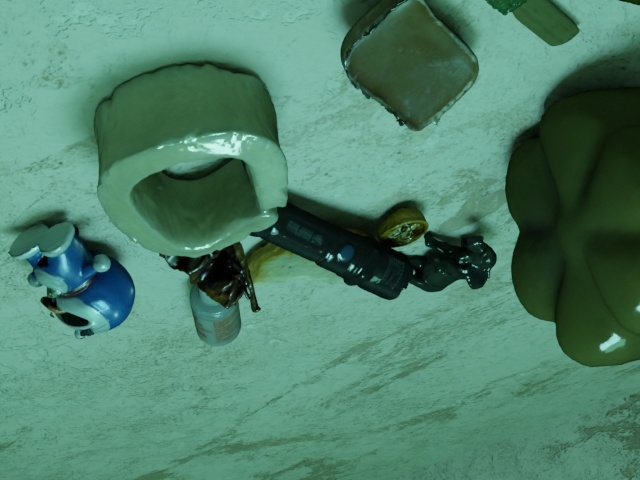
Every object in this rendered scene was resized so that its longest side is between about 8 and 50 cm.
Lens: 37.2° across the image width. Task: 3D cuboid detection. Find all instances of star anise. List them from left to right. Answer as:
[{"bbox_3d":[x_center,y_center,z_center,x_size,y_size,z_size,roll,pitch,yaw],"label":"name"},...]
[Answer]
[{"bbox_3d":[-0.202,0.022,1.717,0.220,0.190,0.126,37,91,-29],"label":"star anise"}]

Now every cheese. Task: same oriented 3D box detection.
[{"bbox_3d":[-0.193,-0.113,1.500,0.292,0.153,0.332,-14,151,5],"label":"cheese"}]

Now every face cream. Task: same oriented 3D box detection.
[{"bbox_3d":[-0.219,0.125,1.958,0.101,0.101,0.252,-8,151,-6],"label":"face cream"}]

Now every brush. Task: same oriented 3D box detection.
[{"bbox_3d":[0.293,-0.345,1.386,0.054,0.048,0.282,-29,148,33],"label":"brush"}]

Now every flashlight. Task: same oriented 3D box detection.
[{"bbox_3d":[0.000,0.000,1.778,0.424,0.103,0.103,26,135,-34],"label":"flashlight"}]

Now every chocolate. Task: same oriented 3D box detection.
[{"bbox_3d":[0.125,-0.274,1.409,0.161,0.083,0.261,-40,144,13],"label":"chocolate"}]

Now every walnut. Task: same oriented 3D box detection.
[{"bbox_3d":[0.159,-0.031,1.871,0.091,0.052,0.121,7,150,-33],"label":"walnut"}]

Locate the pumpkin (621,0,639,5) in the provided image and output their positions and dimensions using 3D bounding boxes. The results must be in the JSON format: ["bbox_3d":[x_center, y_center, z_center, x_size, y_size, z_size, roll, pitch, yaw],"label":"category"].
[{"bbox_3d":[0.395,-0.420,1.066,0.192,0.321,0.320,23,174,38],"label":"pumpkin"}]

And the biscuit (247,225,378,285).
[{"bbox_3d":[-0.003,0.032,1.933,0.308,0.040,0.205,0,148,-20],"label":"biscuit"}]

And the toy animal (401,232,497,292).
[{"bbox_3d":[0.268,0.039,1.995,0.146,0.115,0.245,20,160,-33],"label":"toy animal"}]

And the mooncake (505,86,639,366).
[{"bbox_3d":[0.515,-0.024,1.608,0.262,0.467,0.467,-4,150,-18],"label":"mooncake"}]

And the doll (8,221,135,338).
[{"bbox_3d":[-0.445,0.073,1.733,0.215,0.161,0.257,4,148,32],"label":"doll"}]
